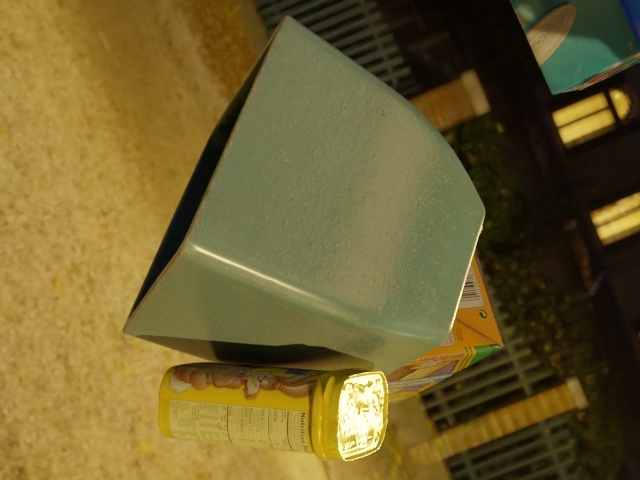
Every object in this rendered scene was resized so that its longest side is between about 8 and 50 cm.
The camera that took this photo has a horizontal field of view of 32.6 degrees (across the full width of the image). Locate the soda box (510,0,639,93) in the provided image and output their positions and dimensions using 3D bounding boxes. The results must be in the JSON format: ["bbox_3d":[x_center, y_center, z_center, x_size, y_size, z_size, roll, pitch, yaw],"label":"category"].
[{"bbox_3d":[0.162,-0.214,0.779,0.067,0.071,0.210,-18,84,-59],"label":"soda box"}]

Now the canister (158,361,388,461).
[{"bbox_3d":[-0.041,0.145,0.958,0.126,0.170,0.073,9,83,-68],"label":"canister"}]

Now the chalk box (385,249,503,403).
[{"bbox_3d":[0.049,0.101,1.325,0.289,0.179,0.180,-41,-123,52],"label":"chalk box"}]

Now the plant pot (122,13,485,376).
[{"bbox_3d":[0.000,0.000,1.004,0.248,0.252,0.247,-45,-159,61],"label":"plant pot"}]
